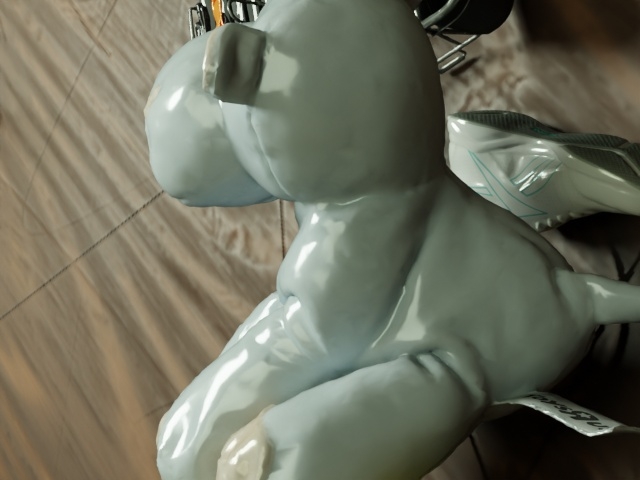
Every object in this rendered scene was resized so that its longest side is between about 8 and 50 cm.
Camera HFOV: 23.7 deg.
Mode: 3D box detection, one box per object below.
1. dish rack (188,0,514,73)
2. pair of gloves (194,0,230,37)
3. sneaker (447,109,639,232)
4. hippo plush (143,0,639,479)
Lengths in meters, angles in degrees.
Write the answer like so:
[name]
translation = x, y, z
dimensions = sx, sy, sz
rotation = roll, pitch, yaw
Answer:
[dish rack]
translation = -0.003, -0.167, 0.964
dimensions = 0.271, 0.074, 0.208
rotation = -31, 60, 39
[pair of gloves]
translation = -0.067, -0.121, 0.982
dimensions = 0.083, 0.010, 0.074
rotation = 169, 95, -73
[sneaker]
translation = 0.128, -0.030, 0.826
dimensions = 0.152, 0.053, 0.061
rotation = 21, 113, 48
[hippo plush]
translation = 0.000, 0.000, 0.749
dimensions = 0.294, 0.234, 0.237
rotation = -7, 116, 53
